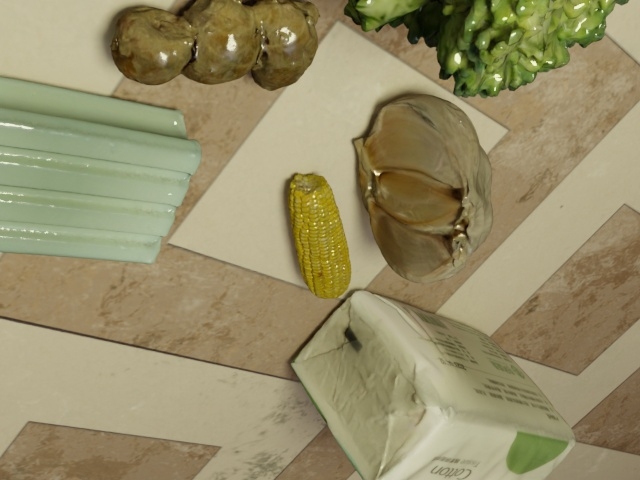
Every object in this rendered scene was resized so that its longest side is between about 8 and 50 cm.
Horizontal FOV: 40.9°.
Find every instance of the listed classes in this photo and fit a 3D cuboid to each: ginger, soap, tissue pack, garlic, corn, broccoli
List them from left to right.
[{"bbox_3d":[-0.270,-0.067,0.837,0.265,0.087,0.160,5,128,-35],"label":"soap"},{"bbox_3d":[-0.098,-0.187,0.825,0.204,0.080,0.104,-5,139,-29],"label":"ginger"},{"bbox_3d":[0.000,0.000,1.082,0.067,0.067,0.206,-22,136,-10],"label":"corn"},{"bbox_3d":[0.167,0.240,1.266,0.356,0.266,0.194,22,112,-43],"label":"tissue pack"},{"bbox_3d":[0.144,-0.062,1.028,0.143,0.178,0.229,-17,124,-37],"label":"garlic"},{"bbox_3d":[0.170,-0.293,0.717,0.317,0.277,0.338,-12,147,-39],"label":"broccoli"}]
